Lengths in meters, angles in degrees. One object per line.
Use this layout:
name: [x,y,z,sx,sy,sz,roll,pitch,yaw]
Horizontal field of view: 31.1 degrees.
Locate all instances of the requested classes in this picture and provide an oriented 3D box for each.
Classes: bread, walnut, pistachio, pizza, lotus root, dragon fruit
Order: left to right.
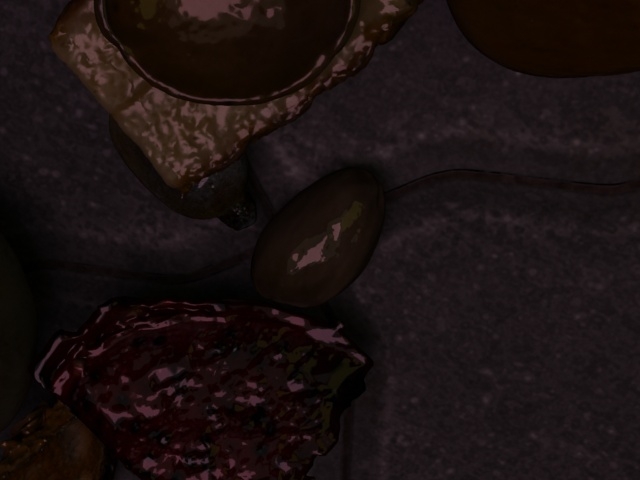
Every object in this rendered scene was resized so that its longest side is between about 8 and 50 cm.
pizza: [-0.352,0.320,1.379,0.074,0.288,0.251,29,141,34]
lotus root: [-0.138,-0.086,1.223,0.113,0.088,0.192,-37,103,16]
dragon fruit: [-0.139,0.169,1.321,0.329,0.228,0.286,32,81,4]
bread: [-0.059,-0.223,1.044,0.279,0.279,0.207,-33,102,24]
pistachio: [0.000,0.000,1.232,0.185,0.126,0.108,-42,144,21]
walnut: [0.256,-0.244,1.024,0.298,0.203,0.203,4,115,6]

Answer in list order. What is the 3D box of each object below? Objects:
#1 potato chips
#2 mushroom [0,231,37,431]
potato chips: [-0.068,-0.200,0.877,0.208,0.062,0.195,-38,106,19]
mushroom: [-0.483,0.092,1.273,0.352,0.260,0.352,2,106,9]
